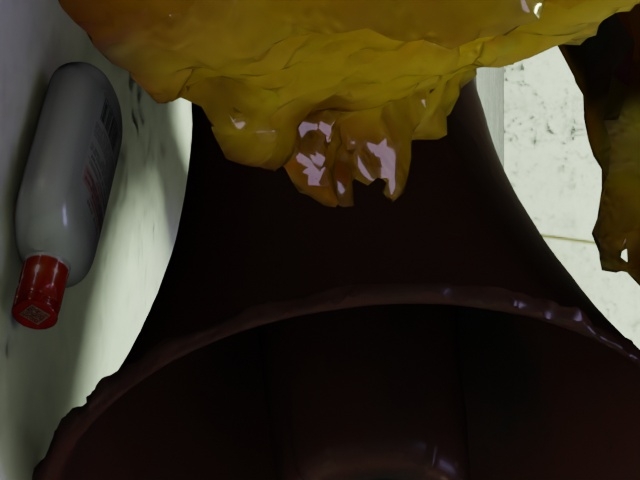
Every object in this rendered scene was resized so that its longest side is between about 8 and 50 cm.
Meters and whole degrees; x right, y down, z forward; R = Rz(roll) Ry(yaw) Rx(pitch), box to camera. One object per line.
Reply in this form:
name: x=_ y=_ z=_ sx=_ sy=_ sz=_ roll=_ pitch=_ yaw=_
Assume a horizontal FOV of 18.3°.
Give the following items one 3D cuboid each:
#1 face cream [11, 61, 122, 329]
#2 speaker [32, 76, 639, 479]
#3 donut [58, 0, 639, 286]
face cream: x=-0.074 y=-0.011 z=0.570 sx=0.040 sy=0.021 sz=0.083 roll=80 pitch=13 yaw=-48
speaker: x=0.021 y=0.002 z=0.711 sx=0.329 sy=0.198 sz=0.259 roll=-92 pitch=163 yaw=-49
donut: x=0.073 y=-0.133 z=0.524 sx=0.435 sy=0.163 sz=0.378 roll=27 pitch=33 yaw=-52
